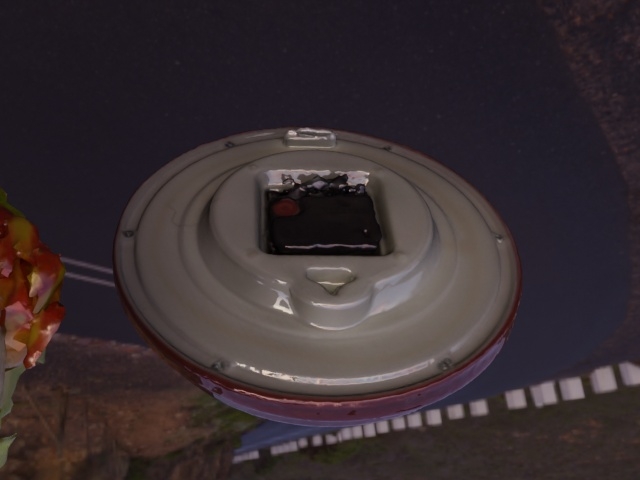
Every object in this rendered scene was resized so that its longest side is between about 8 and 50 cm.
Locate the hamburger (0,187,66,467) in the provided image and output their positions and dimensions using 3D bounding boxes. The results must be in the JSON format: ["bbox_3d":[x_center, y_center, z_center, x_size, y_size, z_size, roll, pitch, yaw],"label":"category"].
[{"bbox_3d":[-0.271,0.049,0.265,0.276,0.294,0.179,43,154,-12],"label":"hamburger"}]

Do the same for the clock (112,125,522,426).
[{"bbox_3d":[0.000,0.000,0.528,0.318,0.318,0.080,-4,131,-13],"label":"clock"}]
